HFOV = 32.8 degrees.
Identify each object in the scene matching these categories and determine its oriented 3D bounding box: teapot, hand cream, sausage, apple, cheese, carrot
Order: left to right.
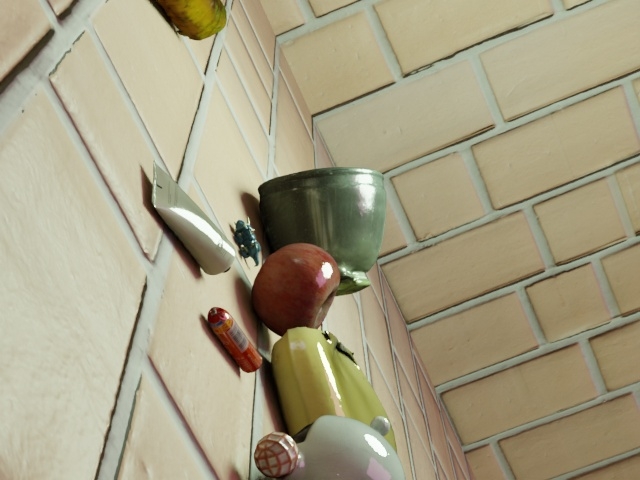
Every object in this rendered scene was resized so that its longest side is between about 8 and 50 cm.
[{"bbox_3d":[-0.250,-0.453,1.871,0.302,0.114,0.114,58,12,-68],"label":"carrot"},{"bbox_3d":[-0.172,-0.019,1.452,0.186,0.054,0.087,53,20,-38],"label":"hand cream"},{"bbox_3d":[-0.118,0.130,1.455,0.129,0.034,0.034,59,12,-45],"label":"sausage"},{"bbox_3d":[-0.040,0.076,1.714,0.120,0.153,0.153,27,-1,14],"label":"apple"},{"bbox_3d":[-0.015,-0.001,2.061,0.240,0.322,0.239,1,80,-39],"label":"teapot"},{"bbox_3d":[0.028,0.301,1.672,0.259,0.128,0.315,28,37,-61],"label":"cheese"}]

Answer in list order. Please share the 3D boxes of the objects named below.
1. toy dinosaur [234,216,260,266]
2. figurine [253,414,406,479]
[{"bbox_3d":[-0.118,0.003,1.792,0.047,0.031,0.083,-4,73,-79],"label":"toy dinosaur"},{"bbox_3d":[0.018,0.351,1.330,0.281,0.167,0.370,60,19,-22],"label":"figurine"}]
